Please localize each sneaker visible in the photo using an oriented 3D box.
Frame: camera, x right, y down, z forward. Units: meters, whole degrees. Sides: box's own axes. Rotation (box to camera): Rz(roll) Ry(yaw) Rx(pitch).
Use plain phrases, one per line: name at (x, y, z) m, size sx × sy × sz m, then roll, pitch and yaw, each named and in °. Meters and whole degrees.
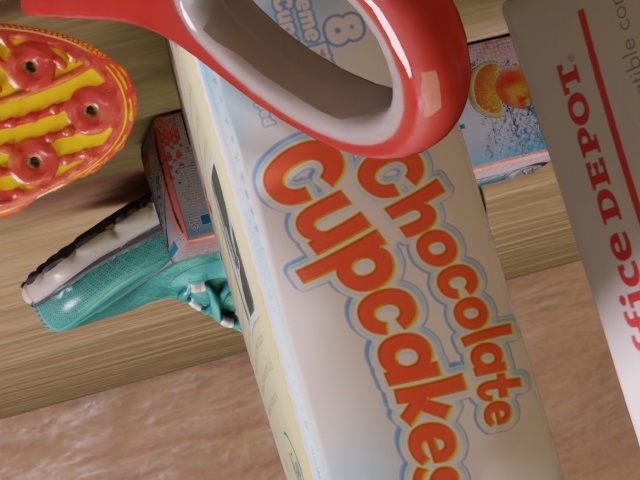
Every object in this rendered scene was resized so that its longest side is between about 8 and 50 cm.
sneaker at (-0.021, 0.011, 0.974) m, size 0.275 × 0.110 × 0.107 m, roll -11°, pitch 173°, yaw -29°
sneaker at (-0.138, -0.034, 0.581) m, size 0.175 × 0.064 × 0.067 m, roll -10°, pitch -169°, yaw 17°

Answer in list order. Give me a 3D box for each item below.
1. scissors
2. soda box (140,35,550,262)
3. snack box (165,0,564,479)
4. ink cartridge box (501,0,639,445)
scissors at (-0.075, -0.075, 0.415) m, size 0.021 × 0.109 × 0.297 m, roll -43°, pitch -148°, yaw -26°
soda box at (0.015, -0.042, 0.829) m, size 0.183 × 0.058 × 0.063 m, roll -14°, pitch 173°, yaw -13°
snack box at (0.000, 0.000, 0.564) m, size 0.060 × 0.187 × 0.322 m, roll -16°, pitch 174°, yaw -4°
ink cartridge box at (0.200, -0.033, 0.670) m, size 0.119 × 0.207 × 0.353 m, roll -12°, pitch 173°, yaw -39°
